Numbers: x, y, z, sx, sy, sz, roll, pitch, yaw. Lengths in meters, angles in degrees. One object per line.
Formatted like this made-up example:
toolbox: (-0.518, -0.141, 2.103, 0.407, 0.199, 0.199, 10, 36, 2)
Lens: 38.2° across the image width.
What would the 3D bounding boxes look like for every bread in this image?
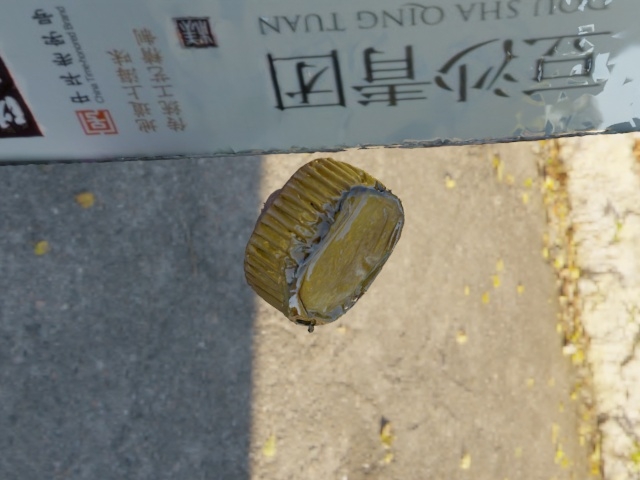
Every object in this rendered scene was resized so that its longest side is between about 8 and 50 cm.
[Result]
bread: (0.000, 0.000, 1.092, 0.199, 0.104, 0.199, -33, 142, -31)

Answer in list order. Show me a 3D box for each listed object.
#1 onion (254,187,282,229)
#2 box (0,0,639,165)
onion: (-0.010, -0.006, 1.481, 0.159, 0.194, 0.160, -167, -90, -87)
box: (-0.036, -0.200, 0.313, 0.385, 0.344, 0.122, 78, 12, -53)
